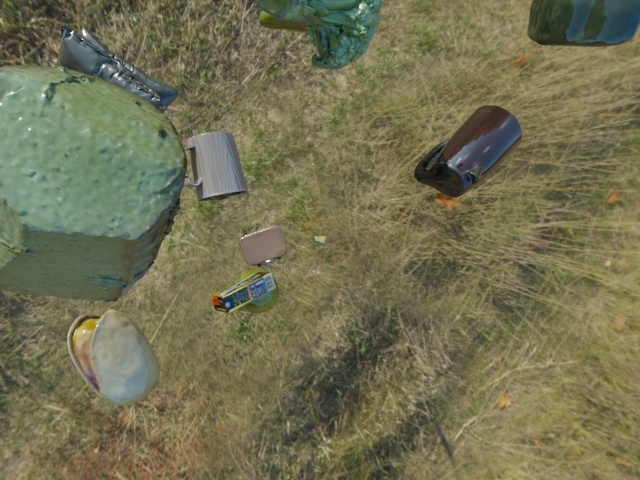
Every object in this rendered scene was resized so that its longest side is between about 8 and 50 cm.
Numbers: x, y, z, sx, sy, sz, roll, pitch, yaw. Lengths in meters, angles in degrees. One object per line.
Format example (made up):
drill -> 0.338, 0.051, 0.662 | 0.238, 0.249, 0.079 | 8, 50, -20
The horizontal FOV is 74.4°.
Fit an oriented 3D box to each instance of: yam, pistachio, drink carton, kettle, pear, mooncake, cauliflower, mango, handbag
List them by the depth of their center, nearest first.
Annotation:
yam -> -0.266, -0.050, 0.459 | 0.202, 0.271, 0.202 | 11, 71, -29
mooncake -> 0.401, -0.347, 0.623 | 0.168, 0.175, 0.104 | -5, 127, -9
cauliflower -> -0.012, -0.465, 0.734 | 0.275, 0.272, 0.250 | 44, 50, 10
kettle -> 0.356, -0.218, 1.060 | 0.232, 0.202, 0.144 | -43, 128, -21
drink carton -> -0.211, 0.139, 1.160 | 0.165, 0.071, 0.056 | -25, 103, -40
pistachio -> -0.564, 0.327, 1.161 | 0.187, 0.187, 0.299 | -29, 123, -14
mango -> -0.073, -0.824, 1.533 | 0.289, 0.146, 0.129 | -16, 121, -24
handbag -> -0.242, 0.029, 1.795 | 0.193, 0.072, 0.151 | -16, 85, -4
pear -> -0.302, 0.238, 1.980 | 0.212, 0.269, 0.212 | -5, 76, 22

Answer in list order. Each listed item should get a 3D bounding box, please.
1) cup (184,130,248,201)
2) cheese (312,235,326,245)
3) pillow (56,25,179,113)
cup -> -0.470, -0.302, 1.785 | 0.288, 0.208, 0.273 | -14, 95, -24
cheese -> 0.000, -0.001, 1.735 | 0.060, 0.084, 0.042 | 3, 83, -5
pillow -> -0.481, -0.282, 0.956 | 0.228, 0.326, 0.101 | 35, 43, -11
